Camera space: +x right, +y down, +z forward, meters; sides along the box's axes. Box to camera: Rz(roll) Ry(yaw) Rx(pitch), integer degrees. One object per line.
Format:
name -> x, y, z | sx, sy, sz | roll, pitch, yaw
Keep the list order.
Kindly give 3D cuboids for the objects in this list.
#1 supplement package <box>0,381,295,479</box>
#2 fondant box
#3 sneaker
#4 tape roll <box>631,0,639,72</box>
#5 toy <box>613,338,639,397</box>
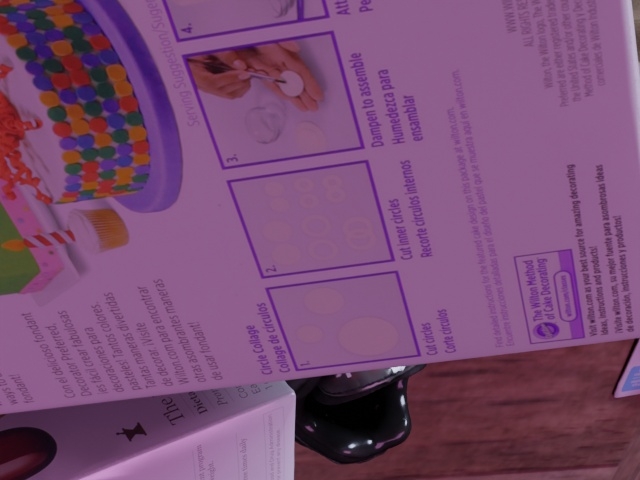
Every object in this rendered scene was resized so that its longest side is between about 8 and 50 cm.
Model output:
supplement package -> -0.149, 0.120, 0.701 | 0.244, 0.139, 0.134 | -20, 133, -25
fondant box -> -0.050, -0.053, 0.561 | 0.330, 0.096, 0.238 | -8, 134, 9
sneaker -> 0.000, 0.000, 0.728 | 0.098, 0.135, 0.276 | -21, 131, -21
tape roll -> 0.175, -0.183, 0.711 | 0.392, 0.072, 0.392 | -31, 139, -31
toy -> 0.303, 0.019, 1.026 | 0.137, 0.056, 0.237 | -3, 123, -34
